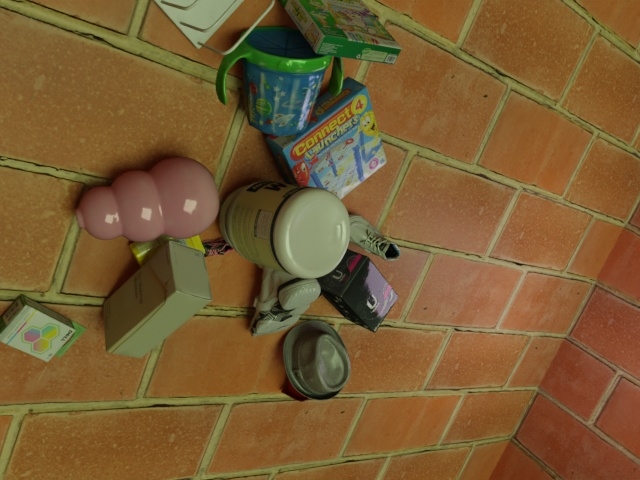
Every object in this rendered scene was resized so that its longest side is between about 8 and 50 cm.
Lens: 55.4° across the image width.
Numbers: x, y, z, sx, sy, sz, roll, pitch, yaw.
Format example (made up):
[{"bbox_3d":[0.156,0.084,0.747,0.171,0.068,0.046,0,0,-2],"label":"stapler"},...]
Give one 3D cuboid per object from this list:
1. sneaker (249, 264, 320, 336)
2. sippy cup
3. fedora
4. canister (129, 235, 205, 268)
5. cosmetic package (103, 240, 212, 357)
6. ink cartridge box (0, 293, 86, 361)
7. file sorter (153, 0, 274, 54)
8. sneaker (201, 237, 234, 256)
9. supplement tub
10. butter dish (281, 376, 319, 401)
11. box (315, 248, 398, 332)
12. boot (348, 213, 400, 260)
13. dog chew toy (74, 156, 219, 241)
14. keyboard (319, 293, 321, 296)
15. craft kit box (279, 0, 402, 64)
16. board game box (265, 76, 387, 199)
[{"bbox_3d":[-0.137,0.146,1.883,0.138,0.210,0.366,-4,151,-35],"label":"sneaker"},{"bbox_3d":[-0.099,-0.397,1.550,0.306,0.240,0.224,11,125,-1],"label":"sippy cup"},{"bbox_3d":[0.010,0.401,2.044,0.244,0.124,0.275,-9,83,-30],"label":"fedora"},{"bbox_3d":[-0.412,0.021,1.639,0.170,0.073,0.126,-30,131,-19],"label":"canister"},{"bbox_3d":[-0.424,0.157,1.562,0.309,0.160,0.113,-40,140,27],"label":"cosmetic package"},{"bbox_3d":[-0.703,0.235,1.547,0.109,0.062,0.209,-49,134,-4],"label":"ink cartridge box"},{"bbox_3d":[-0.267,-0.579,1.339,0.192,0.173,0.278,-49,133,-4],"label":"file sorter"},{"bbox_3d":[-0.299,0.026,1.738,0.119,0.057,0.047,-18,126,-27],"label":"sneaker"},{"bbox_3d":[-0.104,-0.038,1.637,0.236,0.325,0.235,-9,105,-39],"label":"supplement tub"},{"bbox_3d":[-0.048,0.484,2.148,0.160,0.160,0.118,-14,99,-31],"label":"butter dish"},{"bbox_3d":[0.122,0.166,2.053,0.165,0.143,0.270,-56,136,-14],"label":"box"},{"bbox_3d":[0.174,-0.005,2.007,0.258,0.123,0.095,24,96,-52],"label":"boot"},{"bbox_3d":[-0.423,-0.089,1.492,0.332,0.206,0.206,-13,122,-21],"label":"dog chew toy"},{"bbox_3d":[-0.015,0.159,2.052,0.180,0.023,0.108,-12,121,-31],"label":"keyboard"},{"bbox_3d":[0.047,-0.551,1.544,0.250,0.246,0.061,-5,139,-36],"label":"craft kit box"},{"bbox_3d":[0.029,-0.261,1.773,0.308,0.086,0.301,-40,141,-12],"label":"board game box"}]
